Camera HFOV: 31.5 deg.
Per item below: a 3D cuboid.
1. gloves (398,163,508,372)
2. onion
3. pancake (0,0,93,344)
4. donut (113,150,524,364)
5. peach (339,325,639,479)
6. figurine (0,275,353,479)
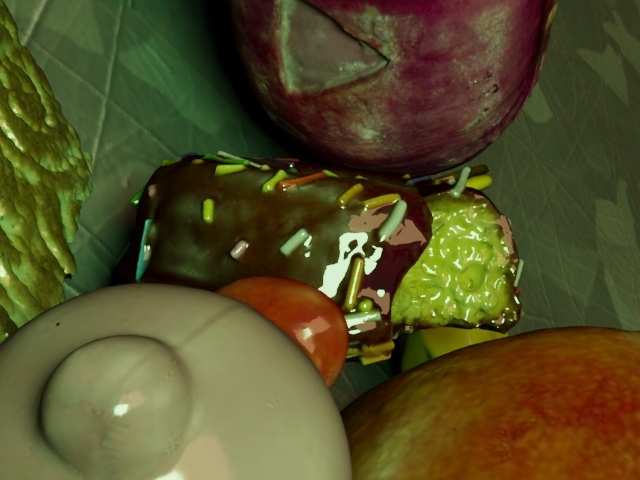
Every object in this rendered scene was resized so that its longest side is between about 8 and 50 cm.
[{"bbox_3d":[0.111,0.104,0.797,0.133,0.116,0.294,-16,86,-43],"label":"gloves"},{"bbox_3d":[0.058,-0.152,0.743,0.272,0.230,0.256,33,58,29],"label":"onion"},{"bbox_3d":[-0.185,-0.057,0.590,0.197,0.054,0.376,25,43,-65],"label":"pancake"},{"bbox_3d":[-0.001,0.001,0.636,0.230,0.216,0.096,-2,101,-44],"label":"donut"},{"bbox_3d":[0.111,0.195,0.569,0.308,0.308,0.332,41,72,-22],"label":"peach"},{"bbox_3d":[-0.070,0.100,0.447,0.173,0.173,0.173,25,51,-35],"label":"figurine"}]
